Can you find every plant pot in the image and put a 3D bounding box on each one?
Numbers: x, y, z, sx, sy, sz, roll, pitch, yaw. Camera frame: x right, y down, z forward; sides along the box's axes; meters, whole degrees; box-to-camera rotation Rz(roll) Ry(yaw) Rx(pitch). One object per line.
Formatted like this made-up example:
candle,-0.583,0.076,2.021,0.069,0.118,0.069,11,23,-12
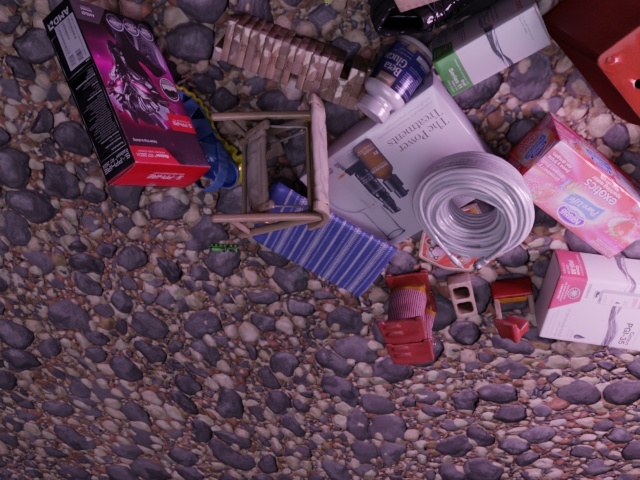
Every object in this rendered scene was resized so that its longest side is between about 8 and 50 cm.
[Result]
plant pot,0.608,-0.365,1.150,0.267,0.236,0.267,42,121,-19

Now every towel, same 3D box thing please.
towel,0.000,0.000,1.568,0.336,0.040,0.243,29,142,-2

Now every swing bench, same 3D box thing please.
swing bench,-0.094,-0.155,1.381,0.254,0.253,0.165,-6,165,17

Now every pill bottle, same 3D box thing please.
pill bottle,0.151,-0.330,1.298,0.094,0.094,0.169,36,90,-15

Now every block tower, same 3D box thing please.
block tower,-0.053,-0.386,1.342,0.335,0.091,0.097,18,125,-3

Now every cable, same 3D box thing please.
cable,0.327,-0.072,1.344,0.257,0.089,0.257,42,138,-15

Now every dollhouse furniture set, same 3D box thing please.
dollhouse furniture set,0.347,0.174,1.589,0.374,0.201,0.152,-11,122,18

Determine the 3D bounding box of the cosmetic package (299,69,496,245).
cosmetic package,0.185,-0.161,1.454,0.377,0.097,0.284,-33,116,28

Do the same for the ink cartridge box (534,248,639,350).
ink cartridge box,0.702,0.149,1.559,0.282,0.117,0.207,8,125,5

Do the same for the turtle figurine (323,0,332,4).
turtle figurine,-0.054,-0.514,1.145,0.266,0.197,0.275,37,120,15

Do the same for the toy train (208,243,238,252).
toy train,-0.264,0.022,1.700,0.083,0.024,0.017,1,124,9

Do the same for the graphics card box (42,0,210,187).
graphics card box,-0.388,-0.291,1.283,0.094,0.232,0.371,-29,80,26

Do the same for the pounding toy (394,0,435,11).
pounding toy,0.146,-0.560,1.135,0.094,0.206,0.181,-10,150,26

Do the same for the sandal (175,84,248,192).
sandal,-0.299,-0.231,1.465,0.126,0.138,0.317,-34,111,30

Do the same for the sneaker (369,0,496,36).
sneaker,0.234,-0.456,1.218,0.286,0.130,0.109,-17,121,19

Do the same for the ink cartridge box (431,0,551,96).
ink cartridge box,0.330,-0.392,1.232,0.208,0.153,0.087,-25,117,25

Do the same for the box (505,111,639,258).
box,0.569,-0.118,1.378,0.300,0.154,0.142,33,123,-14

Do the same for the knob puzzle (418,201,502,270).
knob puzzle,0.337,0.010,1.582,0.213,0.030,0.213,5,125,7
